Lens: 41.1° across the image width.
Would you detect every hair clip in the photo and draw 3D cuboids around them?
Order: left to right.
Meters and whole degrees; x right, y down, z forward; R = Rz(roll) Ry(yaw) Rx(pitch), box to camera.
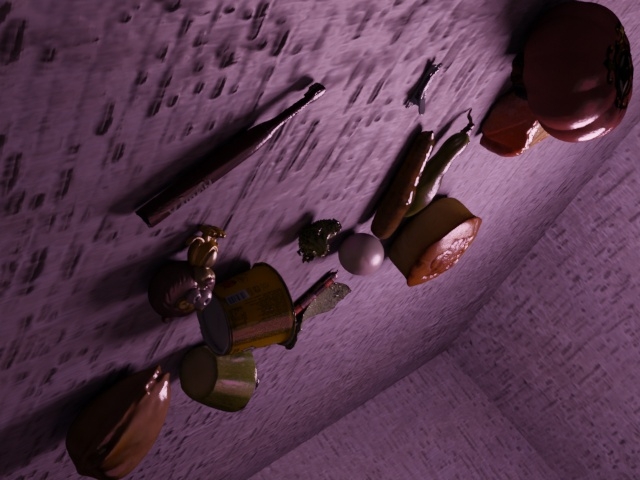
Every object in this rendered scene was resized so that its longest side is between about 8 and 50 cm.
[{"bbox_3d":[0.208,-0.295,1.661,0.030,0.039,0.115,-31,156,-43],"label":"hair clip"}]

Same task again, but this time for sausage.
[{"bbox_3d":[-0.026,0.141,2.163,0.198,0.025,0.028,-43,141,1],"label":"sausage"}]

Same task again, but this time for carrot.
[{"bbox_3d":[0.195,-0.130,1.951,0.070,0.070,0.342,-26,152,-38],"label":"carrot"}]

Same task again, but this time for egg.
[{"bbox_3d":[0.097,0.033,2.046,0.103,0.103,0.135,-49,159,20],"label":"egg"}]

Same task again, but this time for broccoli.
[{"bbox_3d":[0.000,0.000,1.818,0.096,0.092,0.095,-16,140,-16],"label":"broccoli"}]

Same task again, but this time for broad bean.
[{"bbox_3d":[0.274,-0.163,2.018,0.075,0.067,0.325,-31,162,-51],"label":"broad bean"}]

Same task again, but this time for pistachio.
[{"bbox_3d":[-0.406,0.376,1.764,0.260,0.163,0.212,-47,-175,-26],"label":"pistachio"}]

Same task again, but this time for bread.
[{"bbox_3d":[0.312,0.006,2.327,0.269,0.148,0.270,-36,160,-16],"label":"bread"},{"bbox_3d":[0.524,-0.313,2.095,0.244,0.123,0.190,-34,158,-24],"label":"bread"}]

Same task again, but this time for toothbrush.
[{"bbox_3d":[-0.134,-0.139,1.343,0.364,0.041,0.041,-38,160,-12],"label":"toothbrush"}]

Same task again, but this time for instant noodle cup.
[{"bbox_3d":[-0.158,0.147,1.727,0.144,0.182,0.182,-16,150,-32],"label":"instant noodle cup"}]

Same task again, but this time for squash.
[{"bbox_3d":[-0.234,0.305,1.935,0.170,0.170,0.122,-48,147,18],"label":"squash"}]

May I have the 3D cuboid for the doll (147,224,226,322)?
[{"bbox_3d":[-0.235,0.064,1.510,0.145,0.096,0.188,-29,148,-51],"label":"doll"}]

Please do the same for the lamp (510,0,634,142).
[{"bbox_3d":[0.539,-0.361,1.843,0.305,0.239,0.306,-1,92,-51],"label":"lamp"}]

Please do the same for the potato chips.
[{"bbox_3d":[-0.018,0.194,2.248,0.228,0.059,0.167,-43,167,-12],"label":"potato chips"}]
